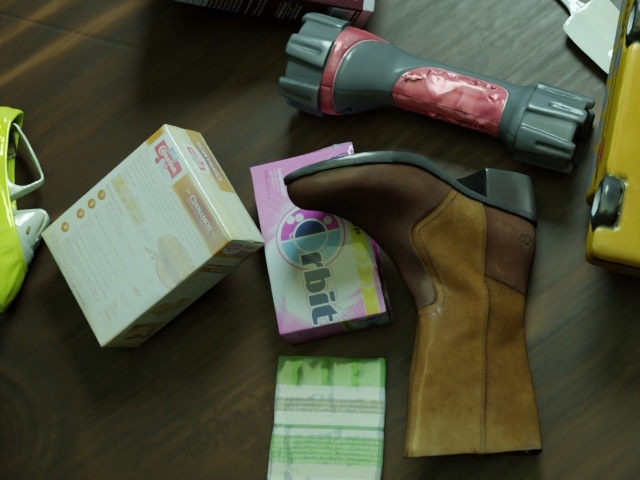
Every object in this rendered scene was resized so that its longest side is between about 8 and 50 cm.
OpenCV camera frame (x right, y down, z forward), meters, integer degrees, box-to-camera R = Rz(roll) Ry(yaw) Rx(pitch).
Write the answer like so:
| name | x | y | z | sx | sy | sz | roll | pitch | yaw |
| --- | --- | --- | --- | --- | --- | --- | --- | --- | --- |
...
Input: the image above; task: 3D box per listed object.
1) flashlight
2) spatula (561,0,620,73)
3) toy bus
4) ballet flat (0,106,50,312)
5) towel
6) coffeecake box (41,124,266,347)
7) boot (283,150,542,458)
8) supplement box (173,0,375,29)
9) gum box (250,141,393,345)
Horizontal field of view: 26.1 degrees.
| name | x | y | z | sx | sy | sz | roll | pitch | yaw |
| --- | --- | --- | --- | --- | --- | --- | --- | --- | --- |
| flashlight | 0.114 | -0.142 | 1.378 | 0.304 | 0.103 | 0.103 | 19 | 79 | 15 |
| spatula | 0.289 | -0.299 | 1.430 | 0.168 | 0.019 | 0.242 | -38 | 73 | 0 |
| toy bus | 0.326 | -0.127 | 1.310 | 0.108 | 0.130 | 0.332 | 12 | 81 | 1 |
| ballet flat | -0.327 | -0.040 | 1.452 | 0.077 | 0.077 | 0.231 | -10 | 71 | -9 |
| towel | 0.008 | 0.189 | 1.356 | 0.113 | 0.023 | 0.152 | 2 | 74 | 9 |
| coffeecake box | -0.169 | -0.002 | 1.381 | 0.185 | 0.068 | 0.142 | -38 | 70 | 21 |
| boot | 0.086 | 0.066 | 1.303 | 0.264 | 0.096 | 0.280 | 9 | 76 | -27 |
| supplement box | -0.062 | -0.302 | 1.424 | 0.239 | 0.073 | 0.130 | 9 | 76 | -12 |
| gum box | 0.000 | 0.000 | 1.382 | 0.107 | 0.062 | 0.188 | -13 | 74 | 7 |
